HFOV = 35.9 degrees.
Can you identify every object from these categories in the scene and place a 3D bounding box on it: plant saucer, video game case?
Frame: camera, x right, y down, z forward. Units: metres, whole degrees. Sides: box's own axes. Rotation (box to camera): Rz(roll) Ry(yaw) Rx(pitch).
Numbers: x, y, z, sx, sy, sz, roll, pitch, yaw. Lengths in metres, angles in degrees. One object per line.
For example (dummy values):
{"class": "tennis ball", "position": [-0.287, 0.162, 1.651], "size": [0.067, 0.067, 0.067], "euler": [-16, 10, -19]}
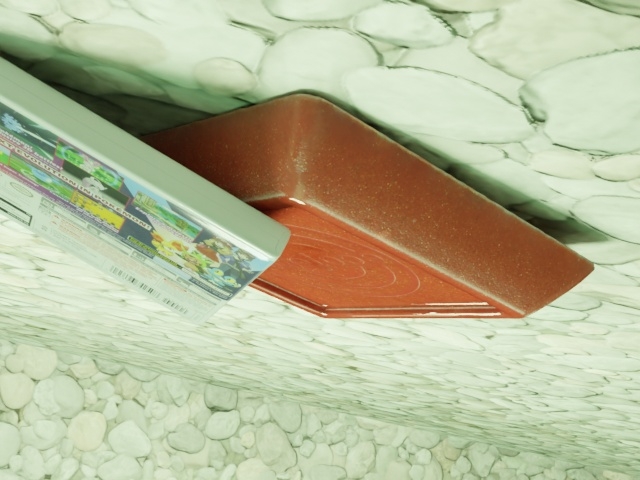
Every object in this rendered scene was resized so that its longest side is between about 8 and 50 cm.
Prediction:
{"class": "plant saucer", "position": [0.000, 0.000, 0.650], "size": [0.259, 0.047, 0.258], "euler": [25, 161, -37]}
{"class": "video game case", "position": [-0.133, -0.023, 0.593], "size": [0.201, 0.023, 0.183], "euler": [31, 156, -9]}
